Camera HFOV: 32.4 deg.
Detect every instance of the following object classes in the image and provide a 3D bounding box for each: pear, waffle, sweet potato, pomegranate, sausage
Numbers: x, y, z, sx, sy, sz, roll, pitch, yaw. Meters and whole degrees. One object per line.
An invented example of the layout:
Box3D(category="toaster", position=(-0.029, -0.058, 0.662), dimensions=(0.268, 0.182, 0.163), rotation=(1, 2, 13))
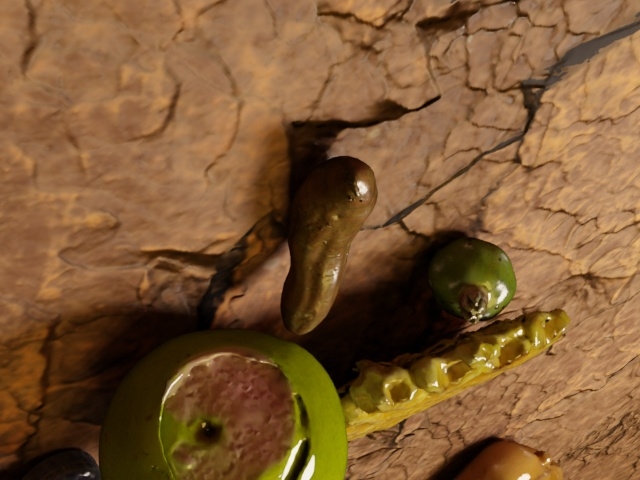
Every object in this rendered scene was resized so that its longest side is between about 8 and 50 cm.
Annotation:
Box3D(category="pear", position=(-0.073, 0.159, 0.830), dimensions=(0.187, 0.187, 0.220), rotation=(-19, 166, -17))
Box3D(category="waffle", position=(0.088, 0.122, 0.964), dimensions=(0.245, 0.052, 0.254), rotation=(-15, 166, -28))
Box3D(category="sweet potato", position=(0.001, -0.001, 0.764), dimensions=(0.053, 0.054, 0.182), rotation=(-49, 164, -41))
Box3D(category="pomegranate", position=(0.126, 0.039, 0.895), dimensions=(0.073, 0.084, 0.073), rotation=(-11, 141, -9))
Box3D(category="sausage", position=(0.207, 0.341, 1.377), dimensions=(0.136, 0.120, 0.241), rotation=(-17, 150, -48))

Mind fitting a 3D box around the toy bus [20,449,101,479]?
Box3D(category="toy bus", position=(-0.139, 0.336, 0.963), dimensions=(0.427, 0.203, 0.233), rotation=(15, 116, -49))
